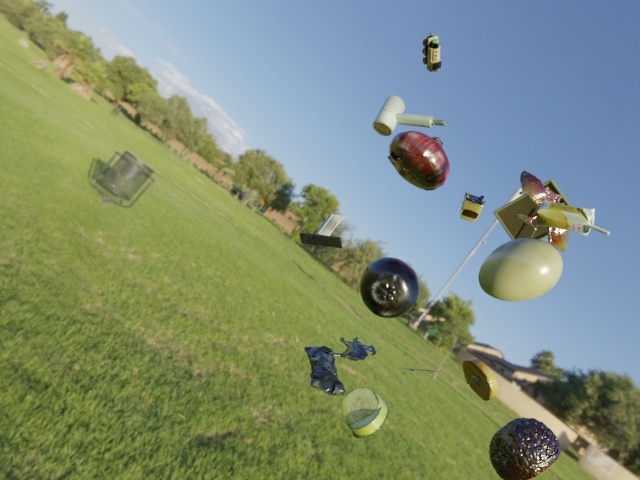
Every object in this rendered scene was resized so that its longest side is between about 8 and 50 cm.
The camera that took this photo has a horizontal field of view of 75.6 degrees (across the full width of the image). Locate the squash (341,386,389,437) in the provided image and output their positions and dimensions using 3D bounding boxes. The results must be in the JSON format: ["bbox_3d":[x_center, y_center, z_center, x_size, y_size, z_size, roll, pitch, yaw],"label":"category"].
[{"bbox_3d":[0.210,0.815,1.957,0.133,0.220,0.220,55,-8,-17],"label":"squash"}]

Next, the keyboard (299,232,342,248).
[{"bbox_3d":[0.000,0.000,1.833,0.204,0.013,0.061,7,-51,26],"label":"keyboard"}]

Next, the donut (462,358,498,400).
[{"bbox_3d":[0.682,0.582,1.752,0.178,0.065,0.162,-124,-158,-48],"label":"donut"}]

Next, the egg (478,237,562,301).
[{"bbox_3d":[0.605,0.092,1.261,0.186,0.242,0.186,34,41,-37],"label":"egg"}]

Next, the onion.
[{"bbox_3d":[0.518,-0.425,2.086,0.347,0.285,0.347,41,-10,9],"label":"onion"}]

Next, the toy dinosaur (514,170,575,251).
[{"bbox_3d":[0.871,-0.104,1.593,0.327,0.206,0.113,38,4,3],"label":"toy dinosaur"}]

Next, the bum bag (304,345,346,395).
[{"bbox_3d":[0.011,0.550,1.766,0.144,0.095,0.340,9,17,-11],"label":"bum bag"}]

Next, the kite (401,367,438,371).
[{"bbox_3d":[0.435,0.585,1.862,0.190,0.010,0.159,-9,-18,43],"label":"kite"}]

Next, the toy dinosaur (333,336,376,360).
[{"bbox_3d":[0.176,0.567,2.151,0.162,0.077,0.294,23,23,35],"label":"toy dinosaur"}]

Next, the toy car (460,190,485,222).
[{"bbox_3d":[0.783,-0.175,2.145,0.101,0.124,0.257,21,20,15],"label":"toy car"}]

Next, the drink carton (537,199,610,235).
[{"bbox_3d":[0.782,-0.066,1.269,0.200,0.074,0.084,19,-35,40],"label":"drink carton"}]

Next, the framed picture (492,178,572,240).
[{"bbox_3d":[1.037,-0.118,1.998,0.240,0.020,0.324,57,-44,7],"label":"framed picture"}]

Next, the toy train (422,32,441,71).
[{"bbox_3d":[0.449,-0.753,1.657,0.138,0.050,0.087,75,-9,-49],"label":"toy train"}]

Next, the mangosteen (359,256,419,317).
[{"bbox_3d":[0.337,0.221,2.010,0.300,0.300,0.300,39,-3,3],"label":"mangosteen"}]

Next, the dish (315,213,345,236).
[{"bbox_3d":[0.044,-0.073,2.444,0.077,0.212,0.151,38,-13,-7],"label":"dish"}]

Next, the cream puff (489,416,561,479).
[{"bbox_3d":[0.684,0.705,1.402,0.165,0.239,0.239,56,5,27],"label":"cream puff"}]

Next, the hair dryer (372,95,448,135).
[{"bbox_3d":[0.433,-0.571,1.931,0.357,0.173,0.107,19,-15,33],"label":"hair dryer"}]
